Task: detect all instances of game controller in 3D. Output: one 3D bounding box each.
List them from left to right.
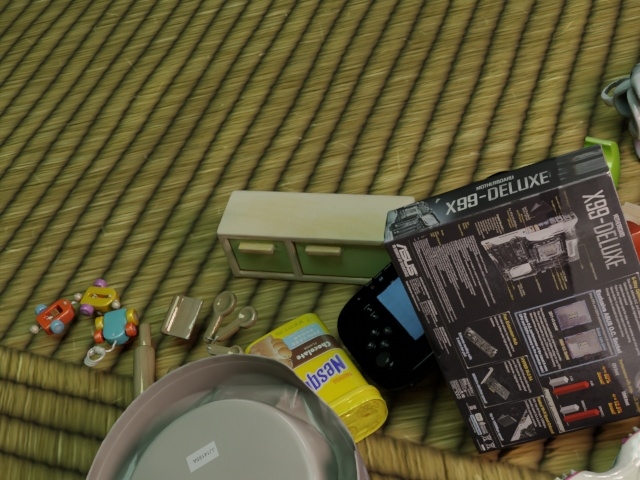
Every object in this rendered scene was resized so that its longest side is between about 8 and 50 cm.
[{"bbox_3d":[0.165,0.046,1.202,0.319,0.067,0.166,-42,50,0],"label":"game controller"}]

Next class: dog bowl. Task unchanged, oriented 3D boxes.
[{"bbox_3d":[-0.099,0.304,1.048,0.348,0.102,0.349,-12,58,21],"label":"dog bowl"}]

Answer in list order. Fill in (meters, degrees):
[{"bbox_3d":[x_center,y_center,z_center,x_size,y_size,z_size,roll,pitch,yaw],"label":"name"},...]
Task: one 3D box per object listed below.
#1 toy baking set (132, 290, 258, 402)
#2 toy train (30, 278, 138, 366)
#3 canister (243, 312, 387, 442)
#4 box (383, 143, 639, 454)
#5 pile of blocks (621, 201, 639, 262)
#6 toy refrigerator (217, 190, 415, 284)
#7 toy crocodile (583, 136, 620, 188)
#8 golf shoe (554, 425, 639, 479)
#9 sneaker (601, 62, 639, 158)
[{"bbox_3d":[-0.169,0.170,1.246,0.196,0.030,0.256,-20,53,25],"label":"toy baking set"},{"bbox_3d":[-0.330,0.124,1.364,0.166,0.046,0.125,30,63,37],"label":"toy train"},{"bbox_3d":[-0.012,0.184,1.210,0.126,0.073,0.170,-29,47,-12],"label":"canister"},{"bbox_3d":[0.237,0.074,1.049,0.242,0.307,0.076,-19,24,18],"label":"box"},{"bbox_3d":[0.466,0.068,1.060,0.149,0.113,0.362,-38,64,-11],"label":"pile of blocks"},{"bbox_3d":[0.000,0.000,1.350,0.269,0.102,0.094,4,50,16],"label":"toy refrigerator"},{"bbox_3d":[0.306,-0.004,1.273,0.115,0.105,0.340,29,61,33],"label":"toy crocodile"},{"bbox_3d":[0.312,0.302,0.998,0.306,0.115,0.140,-30,52,-11],"label":"golf shoe"},{"bbox_3d":[0.568,-0.167,1.337,0.210,0.137,0.366,-26,43,-8],"label":"sneaker"}]
